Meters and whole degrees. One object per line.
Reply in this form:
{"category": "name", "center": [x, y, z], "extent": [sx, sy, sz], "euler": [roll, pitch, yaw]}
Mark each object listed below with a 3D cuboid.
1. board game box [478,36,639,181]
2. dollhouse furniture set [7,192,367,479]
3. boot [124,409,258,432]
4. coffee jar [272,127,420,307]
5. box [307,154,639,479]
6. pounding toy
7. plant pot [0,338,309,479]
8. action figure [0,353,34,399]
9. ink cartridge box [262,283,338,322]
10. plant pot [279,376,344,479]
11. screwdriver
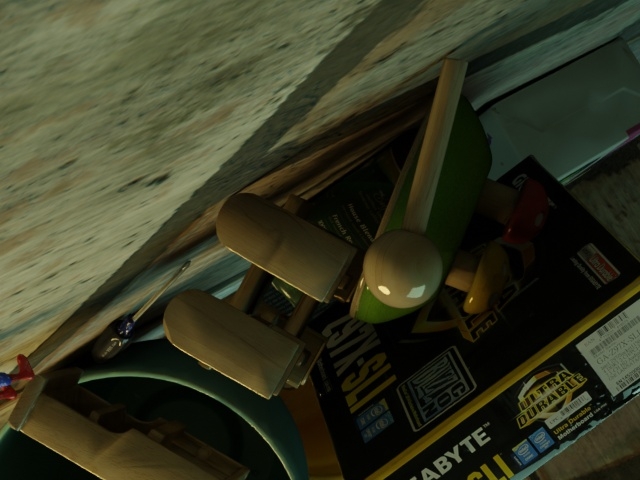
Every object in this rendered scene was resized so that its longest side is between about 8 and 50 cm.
{"category": "board game box", "center": [0.168, -0.061, 1.625], "extent": [0.224, 0.098, 0.303], "euler": [-28, 174, -40]}
{"category": "dollhouse furniture set", "center": [-0.090, 0.065, 1.191], "extent": [0.242, 0.161, 0.212], "euler": [-61, 174, 2]}
{"category": "boot", "center": [-0.151, 0.231, 1.786], "extent": [0.283, 0.220, 0.109], "euler": [125, -18, -56]}
{"category": "coffee jar", "center": [0.043, -0.020, 1.348], "extent": [0.184, 0.079, 0.096], "euler": [-35, 175, 22]}
{"category": "box", "center": [0.119, 0.074, 1.239], "extent": [0.257, 0.079, 0.322], "euler": [-39, -162, 6]}
{"category": "pounding toy", "center": [0.104, -0.012, 1.162], "extent": [0.237, 0.110, 0.183], "euler": [80, 32, -83]}
{"category": "plant pot", "center": [-0.144, 0.221, 1.489], "extent": [0.293, 0.293, 0.235], "euler": [-33, -171, 12]}
{"category": "action figure", "center": [-0.236, 0.096, 1.061], "extent": [0.038, 0.030, 0.115], "euler": [-41, 167, 24]}
{"category": "ink cartridge box", "center": [-0.075, 0.108, 1.814], "extent": [0.193, 0.088, 0.234], "euler": [-28, 173, -26]}
{"category": "plant pot", "center": [-0.019, 0.205, 2.311], "extent": [0.254, 0.254, 0.239], "euler": [-31, -171, -11]}
{"category": "screwdriver", "center": [-0.145, 0.054, 1.310], "extent": [0.024, 0.025, 0.170], "euler": [-27, 164, -43]}
